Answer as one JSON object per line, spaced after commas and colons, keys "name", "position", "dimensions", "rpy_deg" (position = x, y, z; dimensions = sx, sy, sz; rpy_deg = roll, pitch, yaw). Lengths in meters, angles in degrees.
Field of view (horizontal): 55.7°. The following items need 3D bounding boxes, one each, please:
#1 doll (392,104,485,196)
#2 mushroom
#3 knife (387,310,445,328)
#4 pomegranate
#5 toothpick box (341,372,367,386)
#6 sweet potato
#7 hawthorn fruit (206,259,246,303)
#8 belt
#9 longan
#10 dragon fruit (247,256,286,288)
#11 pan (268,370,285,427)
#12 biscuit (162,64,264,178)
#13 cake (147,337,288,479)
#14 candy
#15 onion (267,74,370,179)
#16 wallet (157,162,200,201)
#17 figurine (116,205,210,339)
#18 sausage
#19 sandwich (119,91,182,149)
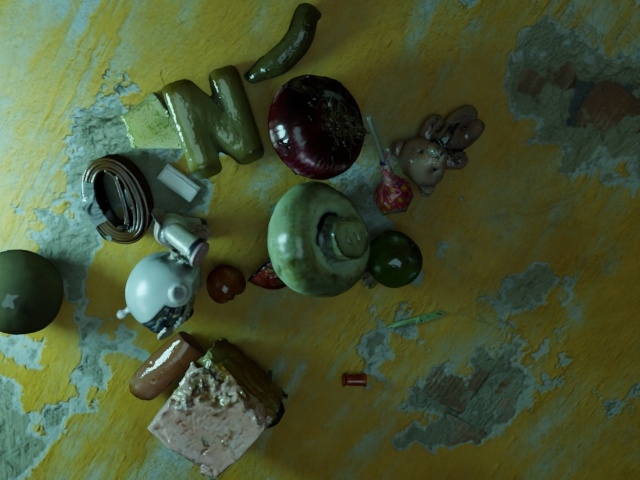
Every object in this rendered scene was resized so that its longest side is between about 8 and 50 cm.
{"name": "doll", "position": [0.380, -0.291, 1.841], "dimensions": [0.303, 0.156, 0.201], "rpy_deg": [-40, 101, 0]}
{"name": "mushroom", "position": [0.000, 0.000, 1.783], "dimensions": [0.352, 0.261, 0.351], "rpy_deg": [5, 82, -41]}
{"name": "knife", "position": [0.326, 0.274, 2.063], "dimensions": [0.207, 0.014, 0.030], "rpy_deg": [-15, 105, -4]}
{"name": "pomegranate", "position": [0.213, 0.077, 1.922], "dimensions": [0.187, 0.187, 0.225], "rpy_deg": [34, 127, -15]}
{"name": "toothpick box", "position": [0.114, 0.479, 2.076], "dimensions": [0.084, 0.047, 0.047], "rpy_deg": [2, 105, -8]}
{"name": "sweet potato", "position": [-0.103, -0.552, 1.745], "dimensions": [0.286, 0.085, 0.112], "rpy_deg": [-44, 73, 17]}
{"name": "hawthorn fruit", "position": [-0.303, 0.134, 1.885], "dimensions": [0.140, 0.125, 0.125], "rpy_deg": [33, 99, -17]}
{"name": "belt", "position": [-0.598, -0.121, 1.783], "dimensions": [0.184, 0.105, 0.261], "rpy_deg": [-11, 108, -2]}
{"name": "longan", "position": [-0.880, 0.151, 1.759], "dimensions": [0.258, 0.258, 0.257], "rpy_deg": [-2, 106, -7]}
{"name": "dragon fruit", "position": [-0.144, 0.117, 1.888], "dimensions": [0.127, 0.161, 0.120], "rpy_deg": [37, 97, -4]}
{"name": "pan", "position": [-0.197, 0.554, 2.056], "dimensions": [0.129, 0.048, 0.201], "rpy_deg": [-16, 107, -2]}
{"name": "biscuit", "position": [-0.303, -0.341, 1.754], "dimensions": [0.237, 0.062, 0.290], "rpy_deg": [-22, 107, -20]}
{"name": "cake", "position": [-0.322, 0.524, 1.890], "dimensions": [0.314, 0.293, 0.307], "rpy_deg": [44, 97, 0]}
{"name": "candy", "position": [0.188, -0.221, 1.791], "dimensions": [0.124, 0.124, 0.365], "rpy_deg": [-26, 133, 0]}
{"name": "onion", "position": [-0.023, -0.320, 1.734], "dimensions": [0.314, 0.232, 0.313], "rpy_deg": [10, 75, -40]}
{"name": "wallet", "position": [-0.428, -0.174, 1.831], "dimensions": [0.122, 0.025, 0.061], "rpy_deg": [37, 91, -15]}
{"name": "figurine", "position": [-0.451, 0.092, 1.796], "dimensions": [0.211, 0.253, 0.361], "rpy_deg": [19, 107, -4]}
{"name": "sausage", "position": [-0.504, 0.408, 1.944], "dimensions": [0.259, 0.113, 0.113], "rpy_deg": [-42, 107, 4]}
{"name": "sandwich", "position": [-0.487, -0.311, 1.770], "dimensions": [0.163, 0.058, 0.193], "rpy_deg": [-35, 110, 5]}
